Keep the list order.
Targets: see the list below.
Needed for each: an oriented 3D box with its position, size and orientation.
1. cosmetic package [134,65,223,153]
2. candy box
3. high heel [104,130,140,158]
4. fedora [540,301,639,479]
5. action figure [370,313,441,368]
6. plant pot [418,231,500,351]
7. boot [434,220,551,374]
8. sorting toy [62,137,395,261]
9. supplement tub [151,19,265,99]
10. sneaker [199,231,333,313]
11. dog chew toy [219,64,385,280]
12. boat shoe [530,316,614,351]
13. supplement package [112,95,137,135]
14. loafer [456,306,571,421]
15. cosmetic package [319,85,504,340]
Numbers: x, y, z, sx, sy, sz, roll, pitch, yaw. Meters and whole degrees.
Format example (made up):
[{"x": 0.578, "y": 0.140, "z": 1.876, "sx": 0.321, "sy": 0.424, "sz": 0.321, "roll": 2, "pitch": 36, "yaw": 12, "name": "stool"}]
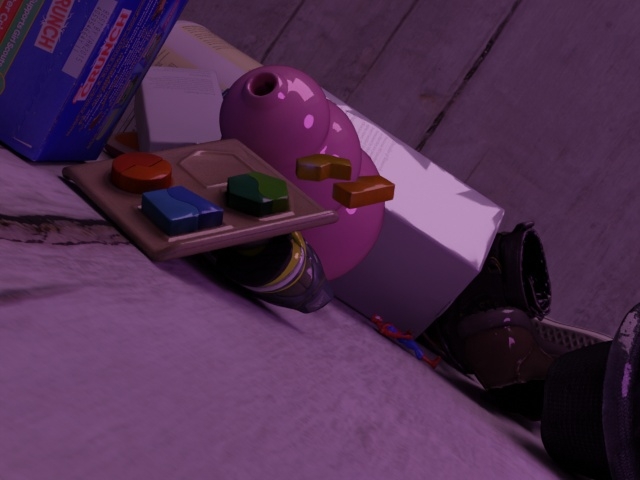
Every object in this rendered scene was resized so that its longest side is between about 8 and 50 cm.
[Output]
[{"x": -0.190, "y": -0.153, "z": 1.882, "sx": 0.117, "sy": 0.085, "sz": 0.231, "roll": 2, "pitch": 33, "yaw": -12, "name": "cosmetic package"}, {"x": -0.264, "y": -0.229, "z": 1.533, "sx": 0.122, "sy": 0.268, "sz": 0.317, "roll": 30, "pitch": 3, "yaw": -1, "name": "candy box"}, {"x": -0.197, "y": -0.076, "z": 1.950, "sx": 0.244, "sy": 0.117, "sz": 0.082, "roll": 15, "pitch": 37, "yaw": 9, "name": "high heel"}, {"x": 0.390, "y": 0.227, "z": 1.822, "sx": 0.152, "sy": 0.334, "sz": 0.334, "roll": 0, "pitch": -17, "yaw": 33, "name": "fedora"}, {"x": 0.121, "y": 0.142, "z": 1.976, "sx": 0.115, "sy": 0.030, "sz": 0.038, "roll": 32, "pitch": 8, "yaw": 1, "name": "action figure"}, {"x": 0.185, "y": 0.069, "z": 2.316, "sx": 0.215, "sy": 0.215, "sz": 0.230, "roll": 32, "pitch": -10, "yaw": -27, "name": "plant pot"}, {"x": 0.269, "y": 0.095, "z": 2.099, "sx": 0.091, "sy": 0.263, "sz": 0.229, "roll": -14, "pitch": 12, "yaw": -27, "name": "boot"}, {"x": -0.087, "y": -0.063, "z": 1.447, "sx": 0.307, "sy": 0.041, "sz": 0.229, "roll": -13, "pitch": 32, "yaw": -34, "name": "sorting toy"}, {"x": -0.202, "y": -0.222, "z": 2.284, "sx": 0.325, "sy": 0.235, "sz": 0.235, "roll": 36, "pitch": 4, "yaw": 33, "name": "supplement tub"}, {"x": -0.091, "y": -0.002, "z": 1.548, "sx": 0.121, "sy": 0.111, "sz": 0.300, "roll": 47, "pitch": -2, "yaw": -40, "name": "sneaker"}, {"x": -0.035, "y": -0.088, "z": 1.688, "sx": 0.207, "sy": 0.206, "sz": 0.332, "roll": 36, "pitch": -18, "yaw": 29, "name": "dog chew toy"}, {"x": 0.436, "y": 0.238, "z": 2.291, "sx": 0.156, "sy": 0.186, "sz": 0.500, "roll": 24, "pitch": 4, "yaw": -37, "name": "boat shoe"}, {"x": -0.351, "y": -0.233, "z": 2.125, "sx": 0.105, "sy": 0.105, "sz": 0.179, "roll": 35, "pitch": 3, "yaw": 32, "name": "supplement package"}, {"x": 0.298, "y": 0.215, "z": 2.050, "sx": 0.366, "sy": 0.134, "sz": 0.130, "roll": 35, "pitch": 42, "yaw": -54, "name": "loafer"}, {"x": 0.048, "y": -0.045, "z": 2.022, "sx": 0.385, "sy": 0.217, "sz": 0.156, "roll": 33, "pitch": 45, "yaw": -8, "name": "cosmetic package"}]
